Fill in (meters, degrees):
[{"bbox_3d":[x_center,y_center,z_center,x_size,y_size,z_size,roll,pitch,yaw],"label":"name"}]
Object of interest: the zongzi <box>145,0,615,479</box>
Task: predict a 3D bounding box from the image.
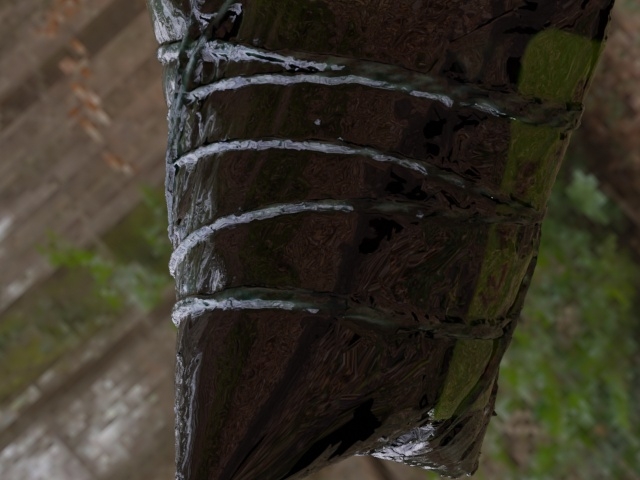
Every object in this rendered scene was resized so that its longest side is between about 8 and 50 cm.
[{"bbox_3d":[0.000,0.000,1.078,0.362,0.319,0.383,-24,-67,-65],"label":"zongzi"}]
